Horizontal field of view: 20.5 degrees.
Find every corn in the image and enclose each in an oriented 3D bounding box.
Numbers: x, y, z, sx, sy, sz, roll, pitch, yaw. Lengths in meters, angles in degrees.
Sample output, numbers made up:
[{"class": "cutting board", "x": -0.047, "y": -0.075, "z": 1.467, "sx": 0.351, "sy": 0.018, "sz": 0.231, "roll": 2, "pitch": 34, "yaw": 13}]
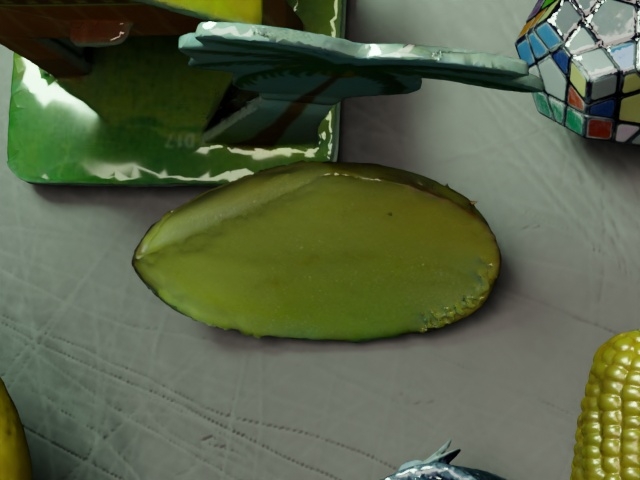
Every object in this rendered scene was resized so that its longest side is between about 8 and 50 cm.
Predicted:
[{"class": "corn", "x": 0.161, "y": 0.160, "z": 0.903, "sx": 0.080, "sy": 0.080, "sz": 0.231, "roll": 6, "pitch": 86, "yaw": 15}]

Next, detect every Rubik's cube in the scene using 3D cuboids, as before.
[{"class": "Rubik's cube", "x": 0.159, "y": -0.103, "z": 0.939, "sx": 0.111, "sy": 0.093, "sz": 0.111, "roll": -3, "pitch": 77, "yaw": 15}]

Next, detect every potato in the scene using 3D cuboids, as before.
[{"class": "potato", "x": 0.000, "y": 0.000, "z": 0.968, "sx": 0.198, "sy": 0.119, "sz": 0.054, "roll": -10, "pitch": 38, "yaw": 16}]

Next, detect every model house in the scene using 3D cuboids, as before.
[{"class": "model house", "x": -0.055, "y": -0.200, "z": 0.890, "sx": 0.340, "sy": 0.323, "sz": 0.300, "roll": 1, "pitch": 81, "yaw": 14}]

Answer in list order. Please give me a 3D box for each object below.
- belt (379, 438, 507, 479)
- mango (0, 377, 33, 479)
[{"class": "belt", "x": 0.025, "y": 0.209, "z": 0.897, "sx": 0.122, "sy": 0.128, "sz": 0.218, "roll": 40, "pitch": 92, "yaw": 17}, {"class": "mango", "x": -0.375, "y": 0.142, "z": 0.953, "sx": 0.445, "sy": 0.220, "sz": 0.301, "roll": -10, "pitch": 113, "yaw": 16}]
